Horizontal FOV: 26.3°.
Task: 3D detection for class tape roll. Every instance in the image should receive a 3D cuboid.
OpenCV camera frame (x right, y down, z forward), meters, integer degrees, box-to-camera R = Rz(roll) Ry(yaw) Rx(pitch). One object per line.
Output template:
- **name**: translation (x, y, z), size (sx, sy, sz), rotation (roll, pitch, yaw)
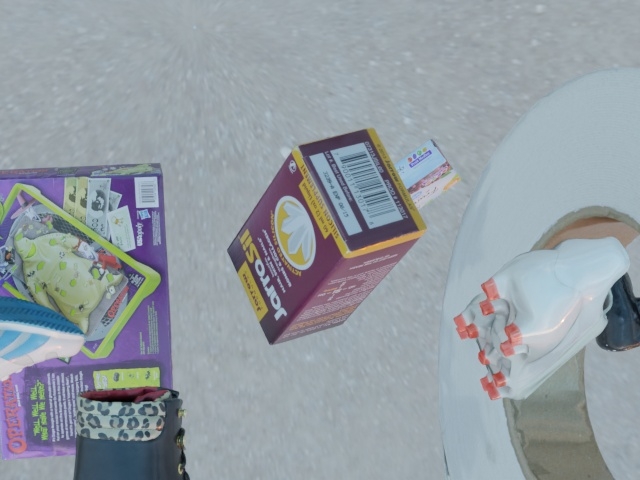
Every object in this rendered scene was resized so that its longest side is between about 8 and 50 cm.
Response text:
- **tape roll**: translation (0.198, 0.083, 0.886), size (0.072, 0.392, 0.392), rotation (3, 99, -24)

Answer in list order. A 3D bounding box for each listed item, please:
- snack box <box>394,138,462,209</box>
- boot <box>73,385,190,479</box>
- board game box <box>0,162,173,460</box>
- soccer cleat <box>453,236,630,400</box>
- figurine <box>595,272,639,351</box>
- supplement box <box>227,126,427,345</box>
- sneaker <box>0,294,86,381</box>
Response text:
- **snack box**: translation (0.089, -0.053, 1.580), size (0.141, 0.100, 0.037), rotation (-35, 74, 8)
- **boot**: translation (-0.123, 0.226, 1.245), size (0.236, 0.085, 0.178), rotation (4, 94, -25)
- **board game box**: translation (-0.277, 0.085, 1.576), size (0.208, 0.056, 0.346), rotation (-4, 110, -10)
- **soccer cleat**: translation (0.124, 0.045, 0.770), size (0.076, 0.196, 0.068), rotation (-23, 77, -6)
- **figurine**: translation (0.486, 0.040, 1.950), size (0.215, 0.092, 0.209), rotation (-8, 110, 14)
- **supplement box**: translation (0.000, 0.000, 1.166), size (0.081, 0.188, 0.104), rotation (-15, 69, -30)
- **sneaker**: translation (-0.360, 0.116, 1.468), size (0.229, 0.087, 0.092), rotation (1, 110, -41)
